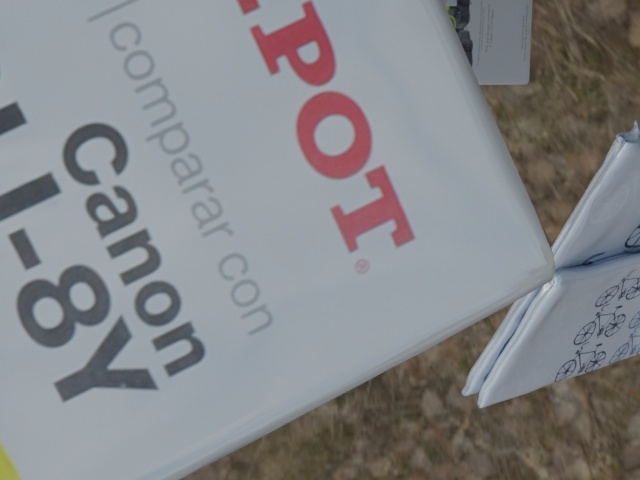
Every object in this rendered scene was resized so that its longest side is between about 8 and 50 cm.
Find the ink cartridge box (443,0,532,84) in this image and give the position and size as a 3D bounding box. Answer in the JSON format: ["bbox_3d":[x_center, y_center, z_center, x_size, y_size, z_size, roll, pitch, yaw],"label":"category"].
[{"bbox_3d":[0.023,-0.115,0.780,0.104,0.181,0.061,8,100,39],"label":"ink cartridge box"}]

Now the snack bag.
[{"bbox_3d":[0.325,0.017,1.479,0.323,0.037,0.342,-8,136,-43],"label":"snack bag"}]

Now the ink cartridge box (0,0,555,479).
[{"bbox_3d":[-0.176,-0.037,0.366,0.384,0.160,0.279,-26,101,-9],"label":"ink cartridge box"}]
